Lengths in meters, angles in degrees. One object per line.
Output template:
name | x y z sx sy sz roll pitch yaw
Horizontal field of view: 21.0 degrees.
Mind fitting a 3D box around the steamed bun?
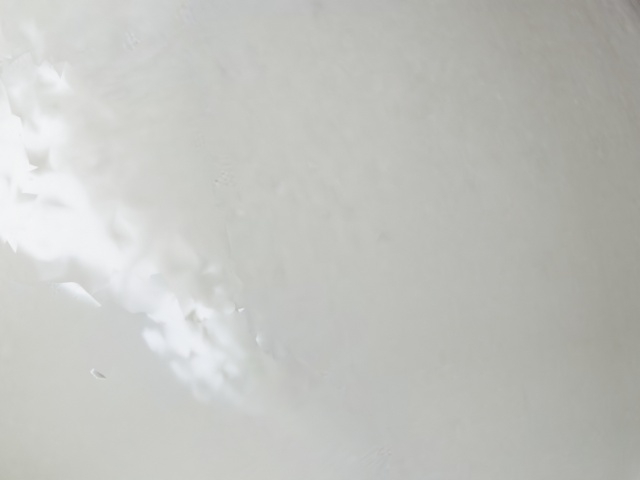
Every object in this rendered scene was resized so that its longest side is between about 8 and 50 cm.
steamed bun | 0.000 0.000 0.570 0.324 0.324 0.206 39 145 -23
